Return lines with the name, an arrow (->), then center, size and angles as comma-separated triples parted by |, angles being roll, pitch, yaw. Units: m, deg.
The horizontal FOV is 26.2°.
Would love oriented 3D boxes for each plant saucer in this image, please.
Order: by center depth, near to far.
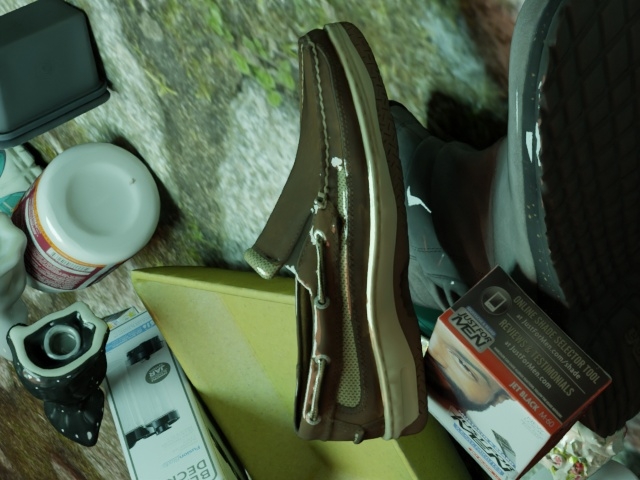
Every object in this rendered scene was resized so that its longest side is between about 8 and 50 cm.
plant saucer -> 0.002, 0.150, 1.270 | 0.333, 0.081, 0.333 | 6, 131, 55

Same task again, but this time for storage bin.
storage bin -> -0.268, -0.160, 1.244 | 0.098, 0.135, 0.091 | 31, 136, 35

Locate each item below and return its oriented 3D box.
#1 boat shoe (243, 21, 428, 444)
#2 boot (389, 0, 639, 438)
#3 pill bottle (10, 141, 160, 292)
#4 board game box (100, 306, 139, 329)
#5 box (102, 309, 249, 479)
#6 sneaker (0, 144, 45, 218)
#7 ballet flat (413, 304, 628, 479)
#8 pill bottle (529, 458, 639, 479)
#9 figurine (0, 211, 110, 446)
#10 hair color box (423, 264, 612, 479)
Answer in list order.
boat shoe -> 0.001, 0.001, 0.828 | 0.095, 0.095, 0.257 | -158, 59, -81
boot -> 0.099, -0.040, 0.841 | 0.222, 0.118, 0.338 | 34, 146, 40
pill bottle -> -0.249, -0.015, 1.399 | 0.121, 0.121, 0.221 | 53, 153, -5
board game box -> -0.231, 0.137, 1.676 | 0.103, 0.026, 0.154 | 54, 154, -8
box -> -0.140, 0.220, 1.424 | 0.169, 0.087, 0.290 | 64, 177, -40
sneaker -> -0.406, -0.051, 1.613 | 0.107, 0.110, 0.275 | 55, 154, -9
ballet flat -> 0.112, 0.100, 1.011 | 0.241, 0.091, 0.077 | 35, 117, 29
pill bottle -> 0.210, 0.269, 1.047 | 0.124, 0.124, 0.221 | 26, 146, 40
figurine -> -0.296, 0.098, 1.382 | 0.215, 0.092, 0.209 | 45, 156, 20
hair color box -> 0.110, 0.089, 0.835 | 0.093, 0.053, 0.167 | 46, 163, 15
